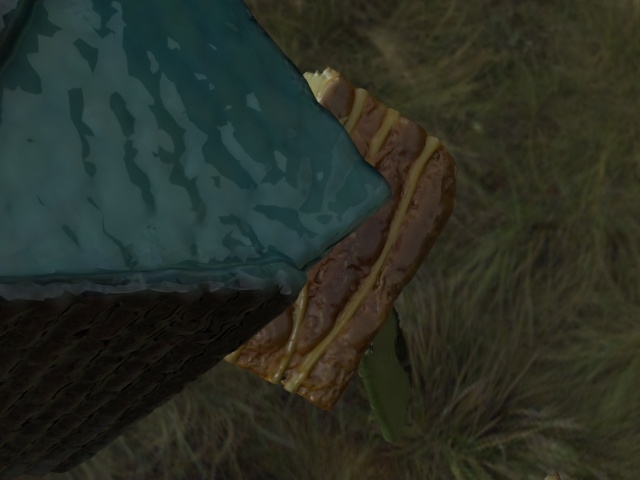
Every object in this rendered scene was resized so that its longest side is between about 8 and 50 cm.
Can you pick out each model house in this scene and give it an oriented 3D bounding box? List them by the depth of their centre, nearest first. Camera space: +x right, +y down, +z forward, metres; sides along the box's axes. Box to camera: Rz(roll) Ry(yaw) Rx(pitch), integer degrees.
[{"bbox_3d":[-0.167,0.006,0.490,0.230,0.280,0.249,52,46,3],"label":"model house"}]

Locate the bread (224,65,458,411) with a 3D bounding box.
[{"bbox_3d":[0.000,0.000,1.046,0.185,0.114,0.274,31,88,-29],"label":"bread"}]

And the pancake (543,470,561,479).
[{"bbox_3d":[0.285,0.377,1.274,0.056,0.257,0.212,-34,73,-14],"label":"pancake"}]

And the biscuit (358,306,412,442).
[{"bbox_3d":[0.079,0.160,1.380,0.038,0.322,0.099,10,64,15],"label":"biscuit"}]
